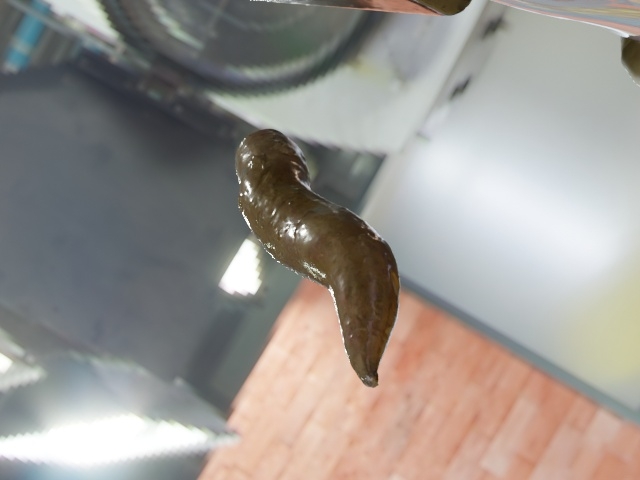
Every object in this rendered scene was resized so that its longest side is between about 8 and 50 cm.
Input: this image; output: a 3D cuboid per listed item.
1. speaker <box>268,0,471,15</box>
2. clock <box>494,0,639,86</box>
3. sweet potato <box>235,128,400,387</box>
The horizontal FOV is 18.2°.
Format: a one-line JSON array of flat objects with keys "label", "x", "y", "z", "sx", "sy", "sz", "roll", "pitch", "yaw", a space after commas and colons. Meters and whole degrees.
[{"label": "speaker", "x": -0.030, "y": -0.218, "z": 1.041, "sx": 0.192, "sy": 0.231, "sz": 0.153, "roll": 19, "pitch": -93, "yaw": -34}, {"label": "clock", "x": 0.072, "y": -0.195, "z": 0.724, "sx": 0.184, "sy": 0.342, "sz": 0.326, "roll": -43, "pitch": -21, "yaw": 16}, {"label": "sweet potato", "x": 0.000, "y": 0.000, "z": 1.356, "sx": 0.067, "sy": 0.281, "sz": 0.059, "roll": -29, "pitch": -57, "yaw": -8}]
